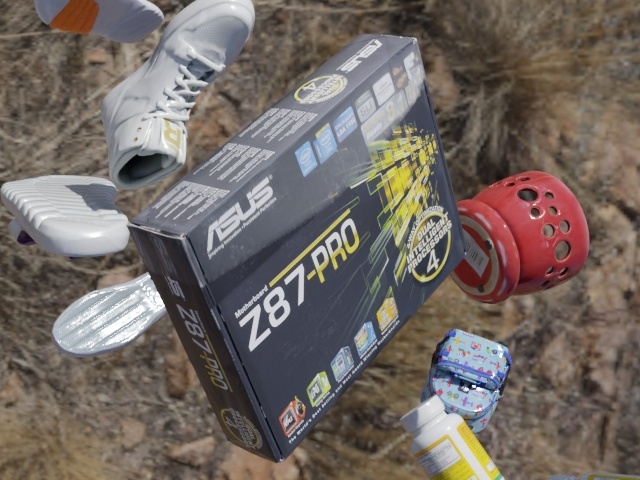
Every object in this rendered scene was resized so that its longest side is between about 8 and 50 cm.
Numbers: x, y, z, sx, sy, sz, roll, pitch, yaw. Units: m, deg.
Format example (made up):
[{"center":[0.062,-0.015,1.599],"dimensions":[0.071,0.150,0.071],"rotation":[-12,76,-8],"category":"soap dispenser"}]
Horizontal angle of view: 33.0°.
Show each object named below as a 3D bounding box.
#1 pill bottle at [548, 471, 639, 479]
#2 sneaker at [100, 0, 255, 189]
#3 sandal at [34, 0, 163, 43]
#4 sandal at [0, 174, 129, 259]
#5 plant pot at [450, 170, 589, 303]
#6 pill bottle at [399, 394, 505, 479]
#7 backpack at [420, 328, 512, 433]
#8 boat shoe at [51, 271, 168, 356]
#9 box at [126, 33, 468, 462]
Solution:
[{"center":[0.456,0.416,1.653],"dimensions":[0.119,0.209,0.119],"rotation":[3,86,-61],"category":"pill bottle"},{"center":[-0.181,-0.184,1.422],"dimensions":[0.108,0.292,0.169],"rotation":[24,40,-37],"category":"sneaker"},{"center":[-0.316,-0.337,1.490],"dimensions":[0.076,0.102,0.265],"rotation":[57,15,14],"category":"sandal"},{"center":[-0.370,-0.021,1.537],"dimensions":[0.170,0.416,0.102],"rotation":[2,102,-16],"category":"sandal"},{"center":[0.295,0.002,1.701],"dimensions":[0.174,0.191,0.191],"rotation":[-20,110,-29],"category":"plant pot"},{"center":[0.241,0.399,2.020],"dimensions":[0.118,0.117,0.208],"rotation":[-28,80,-44],"category":"pill bottle"},{"center":[0.281,0.282,2.113],"dimensions":[0.117,0.158,0.173],"rotation":[101,15,-52],"category":"backpack"},{"center":[-0.252,0.096,1.422],"dimensions":[0.226,0.076,0.083],"rotation":[-25,80,-31],"category":"boat shoe"},{"center":[0.000,0.000,1.210],"dimensions":[0.395,0.097,0.318],"rotation":[-43,129,-33],"category":"box"}]
